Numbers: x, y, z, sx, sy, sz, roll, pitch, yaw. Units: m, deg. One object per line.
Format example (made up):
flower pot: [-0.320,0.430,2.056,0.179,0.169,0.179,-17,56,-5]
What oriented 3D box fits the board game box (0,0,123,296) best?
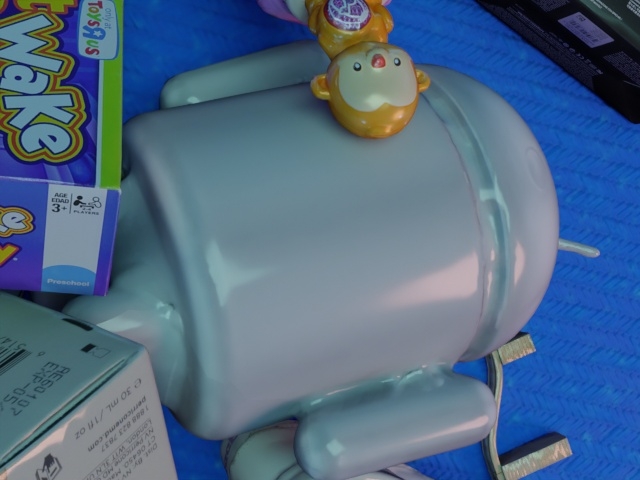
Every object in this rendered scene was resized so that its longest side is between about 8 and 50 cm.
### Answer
board game box: [-0.225,-0.135,0.549,0.233,0.078,0.347,4,48,-16]

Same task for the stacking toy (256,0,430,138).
stacking toy: [-0.003,-0.188,0.609,0.175,0.166,0.302,-6,62,-17]

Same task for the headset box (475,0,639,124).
headset box: [0.256,-0.270,0.769,0.218,0.110,0.293,33,83,-14]

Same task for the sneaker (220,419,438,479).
sneaker: [0.057,0.197,0.725,0.305,0.152,0.114,37,87,-37]

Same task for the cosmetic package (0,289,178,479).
cosmetic package: [-0.157,0.186,0.564,0.113,0.160,0.310,-40,134,-43]

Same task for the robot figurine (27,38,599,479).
robot figurine: [0.000,0.000,0.649,0.353,0.200,0.300,-13,69,-21]

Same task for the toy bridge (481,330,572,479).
toy bridge: [0.161,0.168,0.795,0.063,0.026,0.188,-21,97,-12]

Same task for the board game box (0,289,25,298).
board game box: [-0.361,0.049,0.595,0.318,0.066,0.319,28,83,-27]
